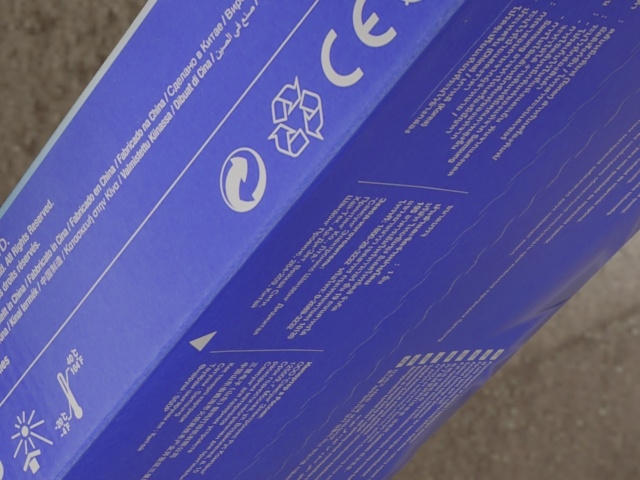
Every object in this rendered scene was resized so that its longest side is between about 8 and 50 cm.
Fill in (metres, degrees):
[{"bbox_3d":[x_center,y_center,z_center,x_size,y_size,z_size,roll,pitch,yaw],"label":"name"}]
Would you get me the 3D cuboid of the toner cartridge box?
[{"bbox_3d":[0.000,0.000,0.467,0.165,0.075,0.348,1,138,-50],"label":"toner cartridge box"}]
